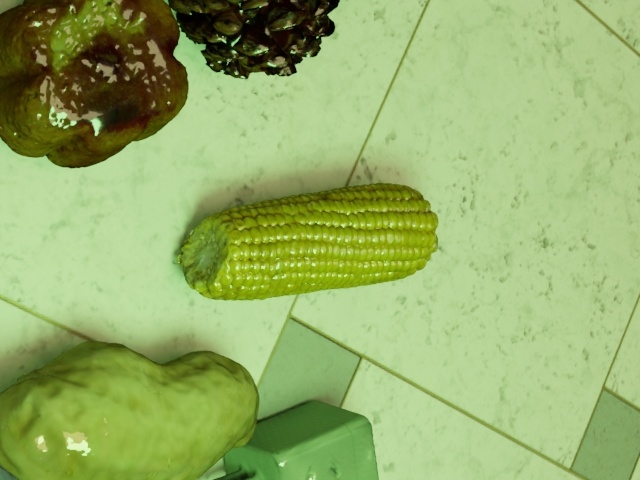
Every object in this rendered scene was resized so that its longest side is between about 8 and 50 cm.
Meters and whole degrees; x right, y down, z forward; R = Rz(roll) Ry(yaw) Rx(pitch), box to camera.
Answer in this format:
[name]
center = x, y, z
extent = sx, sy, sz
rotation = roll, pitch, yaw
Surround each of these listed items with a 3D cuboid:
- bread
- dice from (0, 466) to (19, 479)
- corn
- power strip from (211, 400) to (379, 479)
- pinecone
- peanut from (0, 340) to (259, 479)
[bread]
center = -0.275, -0.204, 1.696
extent = 0.247, 0.135, 0.232
rotation = -23, 99, -31
[dice]
center = -0.415, 0.396, 1.537
extent = 0.270, 0.271, 0.270
rotation = -41, 114, 10
[corn]
center = 0.000, 0.000, 1.933
extent = 0.387, 0.144, 0.144
rotation = -6, 100, -38
[power strip]
center = -0.046, 0.319, 1.944
extent = 0.224, 0.139, 0.140
rotation = -19, 108, -35
[pinecone]
center = -0.076, -0.296, 1.799
extent = 0.221, 0.221, 0.221
rotation = -6, 100, -37
[peanut]
center = -0.233, 0.216, 1.772
extent = 0.387, 0.169, 0.192
rotation = 0, 60, -43
